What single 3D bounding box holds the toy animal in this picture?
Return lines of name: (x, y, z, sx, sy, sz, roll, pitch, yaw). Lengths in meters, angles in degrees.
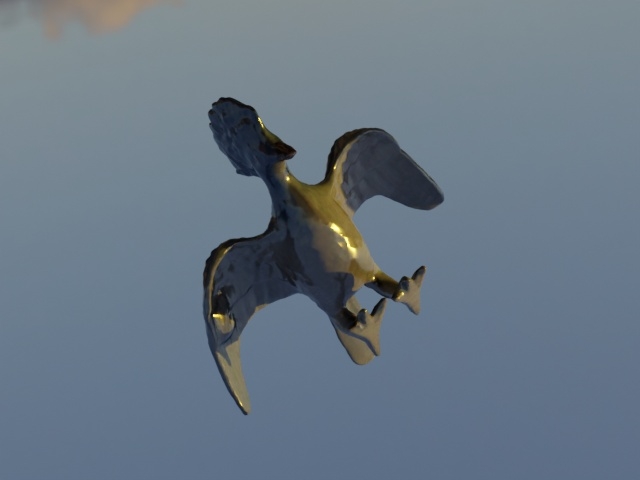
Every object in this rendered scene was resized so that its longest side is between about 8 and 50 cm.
toy animal: (0.000, 0.000, 1.303, 0.239, 0.255, 0.176, -39, -115, -19)
